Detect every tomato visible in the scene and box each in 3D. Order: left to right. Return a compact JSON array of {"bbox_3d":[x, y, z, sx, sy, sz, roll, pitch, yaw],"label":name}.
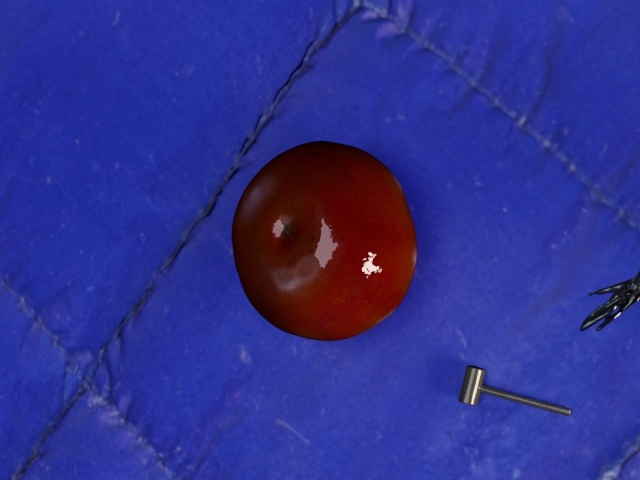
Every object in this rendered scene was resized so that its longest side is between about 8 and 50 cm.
[{"bbox_3d":[0.000,0.000,1.871,0.195,0.136,0.195,-3,84,30],"label":"tomato"}]

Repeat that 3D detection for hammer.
[{"bbox_3d":[0.183,0.147,1.826,0.110,0.019,0.036,14,93,27],"label":"hammer"}]

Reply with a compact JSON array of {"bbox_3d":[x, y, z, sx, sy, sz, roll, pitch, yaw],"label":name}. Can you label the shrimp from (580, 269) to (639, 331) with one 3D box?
[{"bbox_3d":[0.396,-0.004,1.646,0.372,0.137,0.172,-42,51,18],"label":"shrimp"}]
